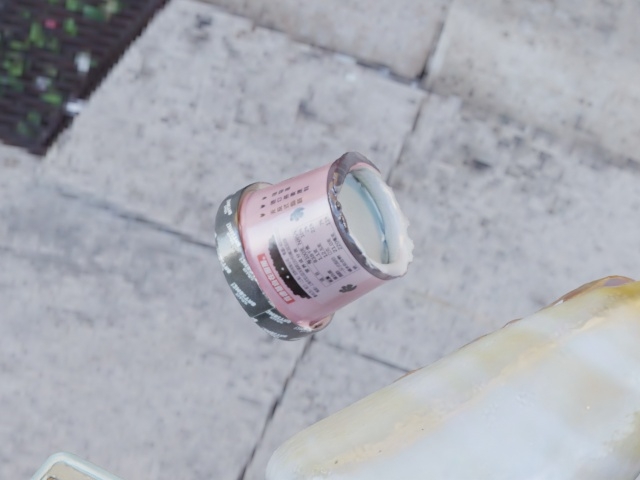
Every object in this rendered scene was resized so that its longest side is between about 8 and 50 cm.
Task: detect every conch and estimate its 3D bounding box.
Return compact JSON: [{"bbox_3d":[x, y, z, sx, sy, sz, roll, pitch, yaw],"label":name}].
[{"bbox_3d":[0.093,0.105,0.759,0.127,0.255,0.158,63,8,6],"label":"conch"}]

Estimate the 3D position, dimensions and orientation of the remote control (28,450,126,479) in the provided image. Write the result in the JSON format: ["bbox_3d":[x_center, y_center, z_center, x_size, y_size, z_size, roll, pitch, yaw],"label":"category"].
[{"bbox_3d":[-0.297,0.341,1.669,0.140,0.056,0.296,23,49,20],"label":"remote control"}]

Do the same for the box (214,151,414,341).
[{"bbox_3d":[0.000,0.000,1.522,0.151,0.135,0.151,37,40,-39],"label":"box"}]
